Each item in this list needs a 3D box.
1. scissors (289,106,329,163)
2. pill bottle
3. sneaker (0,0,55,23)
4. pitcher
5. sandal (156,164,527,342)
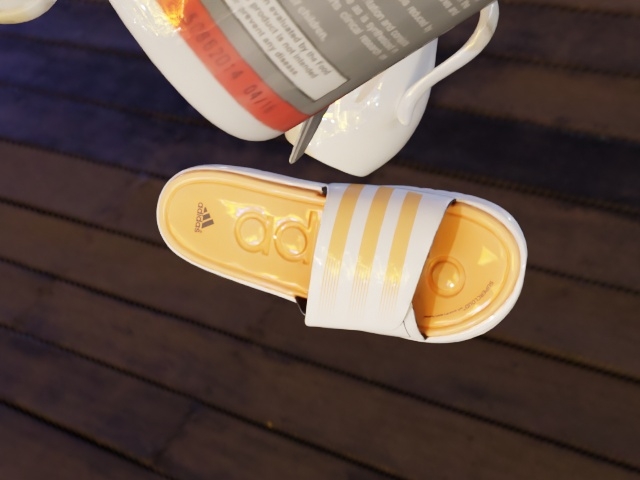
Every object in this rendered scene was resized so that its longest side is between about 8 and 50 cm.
[{"bbox_3d":[0.030,-0.180,1.129,0.297,0.109,0.021,-52,60,21],"label":"scissors"},{"bbox_3d":[0.058,-0.227,0.786,0.363,0.210,0.210,-31,39,14],"label":"pill bottle"},{"bbox_3d":[-0.316,-0.194,0.928,0.290,0.123,0.105,0,85,7],"label":"sneaker"},{"bbox_3d":[0.063,-0.156,1.319,0.178,0.125,0.207,41,109,48],"label":"pitcher"},{"bbox_3d":[-0.002,0.010,0.958,0.265,0.102,0.076,10,11,22],"label":"sandal"}]
